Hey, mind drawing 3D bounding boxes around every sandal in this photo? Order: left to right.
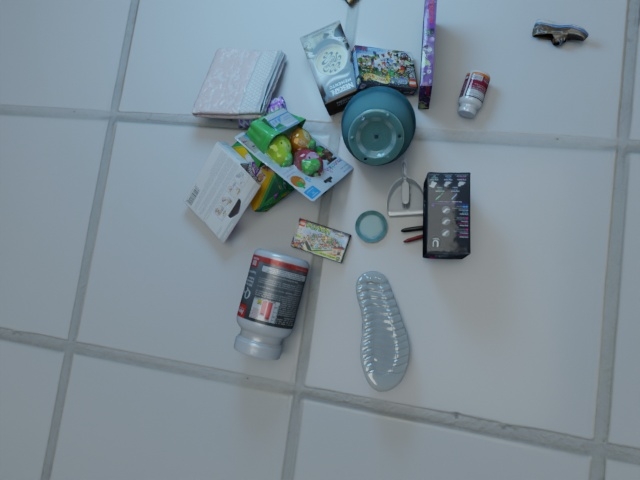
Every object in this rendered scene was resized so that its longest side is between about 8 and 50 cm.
[{"bbox_3d":[0.213,0.314,1.715,0.169,0.102,0.416,-2,69,-2],"label":"sandal"}]

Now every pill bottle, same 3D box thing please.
[{"bbox_3d":[-0.181,0.227,1.754,0.210,0.210,0.363,14,85,15],"label":"pill bottle"},{"bbox_3d":[0.544,-0.522,1.750,0.086,0.086,0.152,19,87,15],"label":"pill bottle"}]

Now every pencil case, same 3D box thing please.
[{"bbox_3d":[-0.234,-0.508,1.929,0.206,0.088,0.086,-13,70,10],"label":"pencil case"}]

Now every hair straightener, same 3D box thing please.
[{"bbox_3d":[0.397,-0.062,1.742,0.230,0.047,0.089,-16,80,10],"label":"hair straightener"}]

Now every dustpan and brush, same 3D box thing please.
[{"bbox_3d":[0.308,-0.199,1.773,0.147,0.060,0.211,-4,74,17],"label":"dustpan and brush"}]

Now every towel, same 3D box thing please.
[{"bbox_3d":[-0.323,-0.624,1.930,0.317,0.053,0.332,8,67,20],"label":"towel"}]

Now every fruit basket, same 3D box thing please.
[{"bbox_3d":[-0.080,-0.319,1.749,0.353,0.327,0.165,35,130,10],"label":"fruit basket"}]

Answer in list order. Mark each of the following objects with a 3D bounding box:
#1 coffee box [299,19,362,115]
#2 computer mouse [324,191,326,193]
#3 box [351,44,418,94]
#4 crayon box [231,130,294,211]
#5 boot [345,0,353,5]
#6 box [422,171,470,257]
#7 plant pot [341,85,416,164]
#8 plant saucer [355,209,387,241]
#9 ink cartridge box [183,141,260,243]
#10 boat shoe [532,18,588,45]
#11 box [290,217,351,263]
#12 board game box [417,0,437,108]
[{"bbox_3d":[0.053,-0.653,1.865,0.168,0.119,0.297,-21,78,8],"label":"coffee box"},{"bbox_3d":[-0.080,-0.244,1.888,0.242,0.041,0.071,32,102,8],"label":"computer mouse"},{"bbox_3d":[0.235,-0.623,1.790,0.233,0.044,0.159,-1,73,-19],"label":"box"},{"bbox_3d":[-0.231,-0.270,1.870,0.165,0.081,0.278,-34,75,32],"label":"crayon box"},{"bbox_3d":[0.205,-1.030,1.893,0.280,0.096,0.264,-43,76,5],"label":"boot"},{"bbox_3d":[0.419,-0.079,1.639,0.143,0.165,0.270,1,81,8],"label":"box"},{"bbox_3d":[0.192,-0.376,1.674,0.271,0.255,0.272,3,113,8],"label":"plant pot"},{"bbox_3d":[0.187,-0.051,1.803,0.119,0.021,0.119,-2,82,14],"label":"plant saucer"},{"bbox_3d":[-0.367,-0.182,1.876,0.261,0.066,0.296,45,116,16],"label":"ink cartridge box"},{"bbox_3d":[0.840,-0.722,1.724,0.183,0.066,0.066,24,93,25],"label":"boat shoe"},{"bbox_3d":[0.000,0.000,1.832,0.207,0.036,0.114,18,87,15],"label":"box"},{"bbox_3d":[0.382,-0.673,1.746,0.056,0.208,0.347,3,84,14],"label":"board game box"}]
